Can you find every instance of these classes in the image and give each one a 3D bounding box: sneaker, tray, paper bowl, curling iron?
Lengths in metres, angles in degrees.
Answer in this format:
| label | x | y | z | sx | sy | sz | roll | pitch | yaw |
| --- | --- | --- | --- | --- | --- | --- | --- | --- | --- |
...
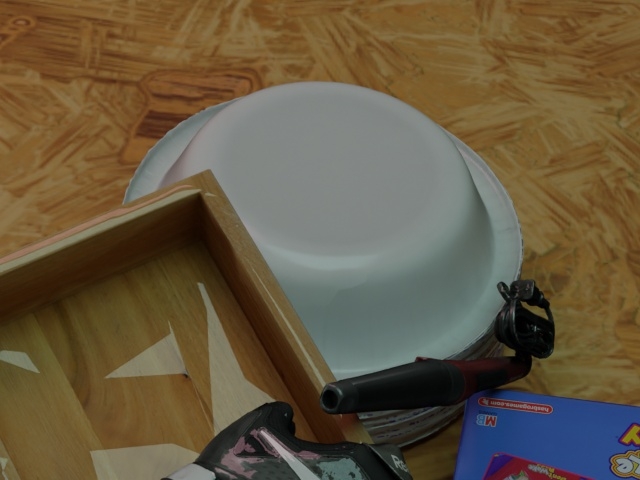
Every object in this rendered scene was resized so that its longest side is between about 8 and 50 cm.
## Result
| label | x | y | z | sx | sy | sz | roll | pitch | yaw |
| --- | --- | --- | --- | --- | --- | --- | --- | --- | --- |
| sneaker | 0.031 | 0.162 | 1.022 | 0.234 | 0.078 | 0.106 | 32 | 65 | 18 |
| tray | -0.062 | 0.167 | 1.103 | 0.203 | 0.076 | 0.411 | -24 | 63 | -16 |
| paper bowl | 0.000 | 0.000 | 1.338 | 0.284 | 0.148 | 0.284 | 3 | 47 | -3 |
| curling iron | 0.074 | 0.074 | 1.184 | 0.035 | 0.068 | 0.274 | -3 | 6 | 34 |

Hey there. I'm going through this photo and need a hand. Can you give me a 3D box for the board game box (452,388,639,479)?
| label | x | y | z | sx | sy | sz | roll | pitch | yaw |
| --- | --- | --- | --- | --- | --- | --- | --- | --- | --- |
| board game box | 0.245 | 0.220 | 1.176 | 0.347 | 0.078 | 0.233 | 7 | 46 | 10 |
